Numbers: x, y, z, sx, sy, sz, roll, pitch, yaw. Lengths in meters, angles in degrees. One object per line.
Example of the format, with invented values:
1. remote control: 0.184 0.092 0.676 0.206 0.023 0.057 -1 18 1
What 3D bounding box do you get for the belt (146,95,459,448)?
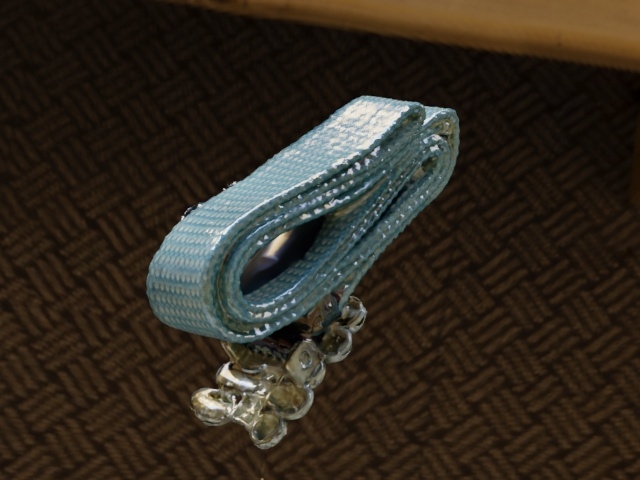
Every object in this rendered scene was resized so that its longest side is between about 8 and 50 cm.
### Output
1. belt: 0.004 0.001 0.566 0.179 0.065 0.100 -40 124 -32
